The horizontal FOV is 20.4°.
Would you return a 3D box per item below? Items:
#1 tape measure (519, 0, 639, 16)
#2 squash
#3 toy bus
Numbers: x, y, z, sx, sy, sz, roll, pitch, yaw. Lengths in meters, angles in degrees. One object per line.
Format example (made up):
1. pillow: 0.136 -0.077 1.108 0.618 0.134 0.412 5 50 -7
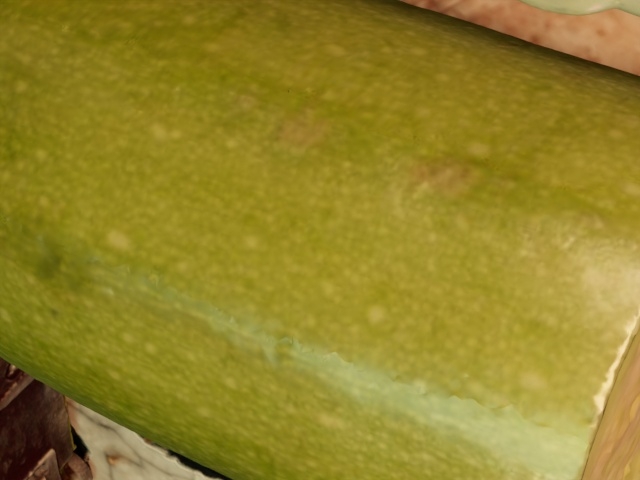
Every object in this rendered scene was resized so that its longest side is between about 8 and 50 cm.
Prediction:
1. tape measure: 0.153 -0.201 0.714 0.246 0.125 0.243 18 134 24
2. squash: 0.000 0.000 0.900 0.384 0.263 0.263 22 135 20
3. toy bus: -0.257 0.142 1.320 0.139 0.113 0.301 22 136 25
